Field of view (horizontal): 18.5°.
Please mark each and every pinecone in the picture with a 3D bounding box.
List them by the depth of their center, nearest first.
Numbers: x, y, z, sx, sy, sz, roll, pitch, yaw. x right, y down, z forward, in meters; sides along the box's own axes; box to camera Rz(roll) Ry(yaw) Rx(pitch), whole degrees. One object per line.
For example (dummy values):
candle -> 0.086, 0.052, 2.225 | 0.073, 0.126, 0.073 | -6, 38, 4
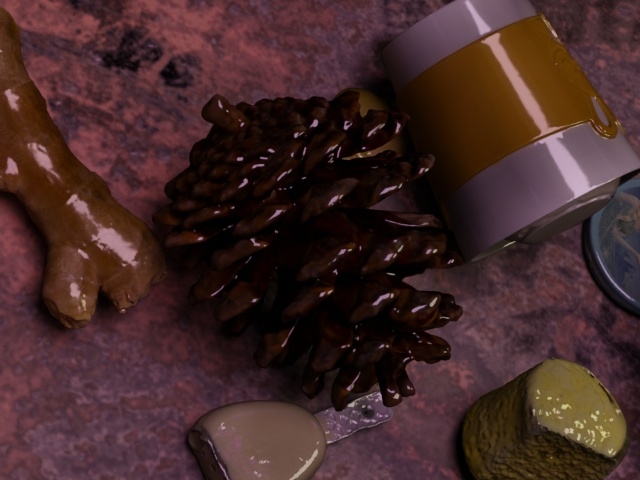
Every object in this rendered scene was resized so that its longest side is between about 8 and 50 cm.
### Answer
pinecone -> 0.000, 0.000, 1.662 | 0.244, 0.244, 0.309 | -38, 103, -35

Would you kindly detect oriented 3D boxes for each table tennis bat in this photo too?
table tennis bat -> 0.368, 0.021, 1.945 | 0.237, 0.038, 0.149 | 18, 60, -16

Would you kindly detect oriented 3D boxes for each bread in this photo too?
bread -> 0.201, 0.169, 1.744 | 0.129, 0.114, 0.111 | 22, 53, -21

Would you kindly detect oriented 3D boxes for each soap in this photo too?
soap -> 0.030, -0.082, 1.811 | 0.089, 0.045, 0.140 | 42, 56, -10

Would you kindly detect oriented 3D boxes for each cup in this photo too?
cup -> 0.177, -0.110, 1.830 | 0.226, 0.185, 0.241 | 61, 17, 5

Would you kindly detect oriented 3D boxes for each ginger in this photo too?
ginger -> -0.232, -0.067, 1.660 | 0.118, 0.065, 0.298 | -20, 75, -37

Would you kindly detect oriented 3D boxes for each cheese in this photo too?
cheese -> -0.017, 0.168, 1.674 | 0.192, 0.037, 0.097 | -17, 74, -33
